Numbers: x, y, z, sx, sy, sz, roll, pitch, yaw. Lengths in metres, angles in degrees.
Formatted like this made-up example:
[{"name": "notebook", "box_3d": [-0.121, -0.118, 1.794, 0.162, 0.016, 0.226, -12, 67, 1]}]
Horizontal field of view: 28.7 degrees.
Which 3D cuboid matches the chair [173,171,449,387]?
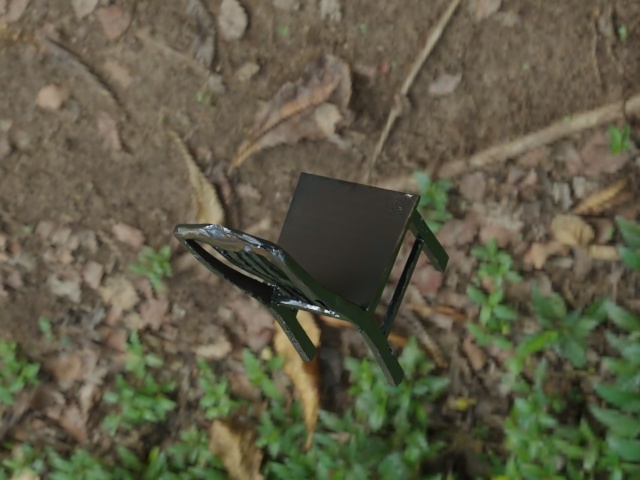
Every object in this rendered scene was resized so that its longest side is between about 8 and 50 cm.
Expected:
[{"name": "chair", "box_3d": [0.000, 0.000, 0.745, 0.084, 0.101, 0.212, 12, 159, 28]}]
